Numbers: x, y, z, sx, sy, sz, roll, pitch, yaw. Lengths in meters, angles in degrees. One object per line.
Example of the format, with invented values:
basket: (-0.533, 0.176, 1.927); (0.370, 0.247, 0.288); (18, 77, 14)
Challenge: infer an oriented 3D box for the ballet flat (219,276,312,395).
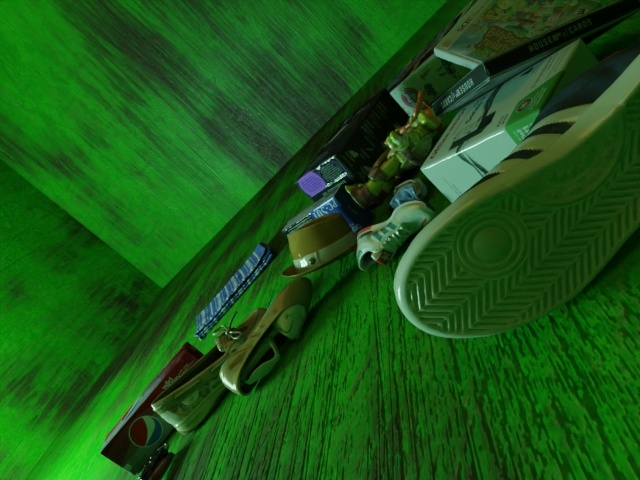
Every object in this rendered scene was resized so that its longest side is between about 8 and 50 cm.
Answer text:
ballet flat: (-0.077, 0.169, 0.851); (0.232, 0.080, 0.073); (-52, 43, -6)

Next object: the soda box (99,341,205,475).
soda box: (-0.337, 0.350, 1.042); (0.263, 0.092, 0.083); (-50, 13, -8)

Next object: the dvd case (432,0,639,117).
dvd case: (0.297, -0.258, 0.711); (0.238, 0.030, 0.179); (-25, 1, -8)

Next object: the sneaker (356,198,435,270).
sneaker: (0.115, -0.001, 0.768); (0.161, 0.057, 0.075); (-31, 38, 45)

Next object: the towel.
towel: (-0.272, 0.140, 1.519); (0.336, 0.040, 0.243); (-49, 14, -5)

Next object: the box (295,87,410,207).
box: (0.092, -0.192, 1.132); (0.165, 0.143, 0.270); (-26, 25, 52)

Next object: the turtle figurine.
turtle figurine: (0.150, -0.157, 0.879); (0.217, 0.087, 0.269); (-51, -1, 26)

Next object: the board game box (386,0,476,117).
board game box: (0.294, -0.453, 1.310); (0.224, 0.097, 0.303); (-56, 12, -31)

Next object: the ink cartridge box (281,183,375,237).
ink cartridge box: (0.011, -0.035, 1.044); (0.207, 0.097, 0.046); (-29, 23, 50)

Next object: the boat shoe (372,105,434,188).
boat shoe: (0.191, -0.188, 1.009); (0.073, 0.073, 0.207); (29, 77, 36)

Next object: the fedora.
fedora: (0.000, 0.000, 0.923); (0.194, 0.079, 0.194); (-27, 5, 3)

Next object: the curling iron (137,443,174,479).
curling iron: (-0.323, 0.465, 0.813); (0.068, 0.035, 0.274); (-42, 14, 38)

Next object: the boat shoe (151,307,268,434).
boat shoe: (-0.198, 0.235, 0.950); (0.285, 0.089, 0.104); (-51, 14, -15)

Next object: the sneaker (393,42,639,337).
sneaker: (0.214, -0.047, 0.467); (0.350, 0.131, 0.148); (-39, 9, 9)

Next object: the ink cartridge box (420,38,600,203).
ink cartridge box: (0.253, -0.144, 0.654); (0.153, 0.087, 0.208); (-54, 15, -26)

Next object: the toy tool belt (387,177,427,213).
toy tool belt: (0.143, -0.069, 0.846); (0.083, 0.052, 0.051); (-39, 8, 32)

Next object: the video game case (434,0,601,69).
video game case: (0.346, -0.379, 0.889); (0.193, 0.023, 0.212); (-48, 53, -3)
